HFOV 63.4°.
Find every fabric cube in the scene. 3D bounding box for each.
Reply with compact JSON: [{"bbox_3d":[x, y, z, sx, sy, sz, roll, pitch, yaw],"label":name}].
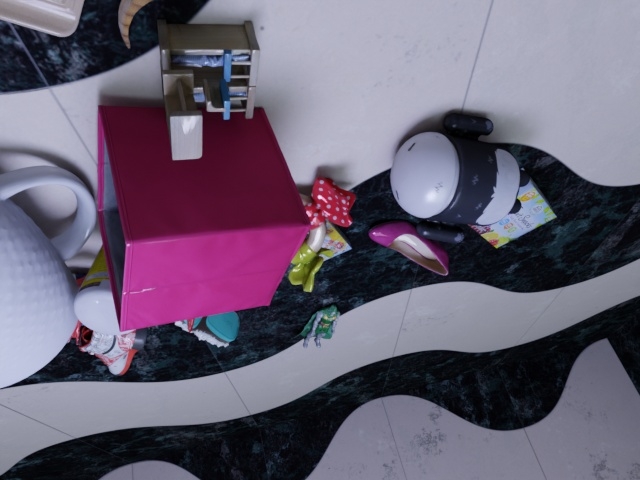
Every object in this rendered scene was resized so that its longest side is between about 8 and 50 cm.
[{"bbox_3d":[-0.206,-0.038,0.835,0.258,0.254,0.259,-7,148,-28],"label":"fabric cube"}]

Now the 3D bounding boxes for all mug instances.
[{"bbox_3d":[-0.534,0.021,0.822,0.374,0.276,0.328,-39,155,-25],"label":"mug"}]

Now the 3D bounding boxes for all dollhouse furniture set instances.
[{"bbox_3d":[-0.146,-0.188,0.707,0.129,0.183,0.129,-6,148,-17],"label":"dollhouse furniture set"}]

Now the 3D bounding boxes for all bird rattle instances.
[{"bbox_3d":[-0.047,-0.023,1.070,0.207,0.143,0.253,12,130,-5],"label":"bird rattle"}]

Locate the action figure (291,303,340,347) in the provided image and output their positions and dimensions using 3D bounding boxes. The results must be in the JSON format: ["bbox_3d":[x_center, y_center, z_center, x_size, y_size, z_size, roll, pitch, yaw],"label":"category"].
[{"bbox_3d":[0.005,0.271,1.650,0.137,0.063,0.232,1,142,-21],"label":"action figure"}]

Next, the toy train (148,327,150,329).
[{"bbox_3d":[-0.462,0.211,1.360,0.017,0.023,0.083,-10,149,-11],"label":"toy train"}]

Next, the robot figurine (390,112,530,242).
[{"bbox_3d":[0.273,-0.119,1.027,0.278,0.209,0.173,5,157,-24],"label":"robot figurine"}]

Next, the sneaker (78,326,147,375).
[{"bbox_3d":[-0.563,0.277,1.365,0.145,0.090,0.270,15,143,-27],"label":"sneaker"}]

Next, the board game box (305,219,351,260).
[{"bbox_3d":[0.000,0.000,1.235,0.103,0.026,0.154,-24,149,13],"label":"board game box"}]

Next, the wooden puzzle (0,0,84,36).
[{"bbox_3d":[-0.336,-0.338,0.509,0.221,0.044,0.238,8,142,-34],"label":"wooden puzzle"}]

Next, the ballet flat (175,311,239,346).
[{"bbox_3d":[-0.317,0.159,1.255,0.147,0.147,0.409,-16,148,0],"label":"ballet flat"}]

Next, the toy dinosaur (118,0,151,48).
[{"bbox_3d":[-0.207,-0.305,0.607,0.211,0.064,0.112,-32,147,25],"label":"toy dinosaur"}]

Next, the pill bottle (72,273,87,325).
[{"bbox_3d":[-0.506,0.127,1.116,0.187,0.112,0.112,5,143,-32],"label":"pill bottle"}]

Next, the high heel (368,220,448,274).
[{"bbox_3d":[0.225,0.025,1.294,0.244,0.117,0.082,13,138,-40],"label":"high heel"}]

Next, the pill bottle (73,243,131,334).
[{"bbox_3d":[-0.363,0.061,0.963,0.117,0.215,0.117,1,131,1],"label":"pill bottle"}]

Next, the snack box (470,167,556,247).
[{"bbox_3d":[0.472,-0.074,1.298,0.174,0.070,0.207,-31,147,24],"label":"snack box"}]

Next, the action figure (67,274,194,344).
[{"bbox_3d":[-0.394,0.150,1.047,0.280,0.091,0.139,17,109,-3],"label":"action figure"}]
